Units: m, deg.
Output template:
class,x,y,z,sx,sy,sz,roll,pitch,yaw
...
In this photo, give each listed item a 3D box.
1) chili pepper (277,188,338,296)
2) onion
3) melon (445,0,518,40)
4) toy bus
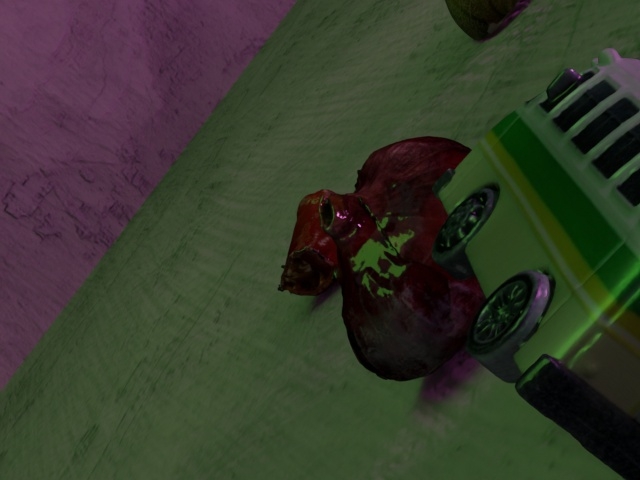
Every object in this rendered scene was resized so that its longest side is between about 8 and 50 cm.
class,x,y,z,sx,sy,sz,roll,pitch,yaw
chili pepper,0.000,0.000,1.214,0.070,0.073,0.123,0,39,14
onion,0.080,-0.001,0.856,0.098,0.151,0.206,-18,50,40
melon,0.178,-0.296,1.316,0.160,0.079,0.128,-44,35,47
toy bus,0.162,0.003,0.603,0.164,0.134,0.276,-48,16,15
